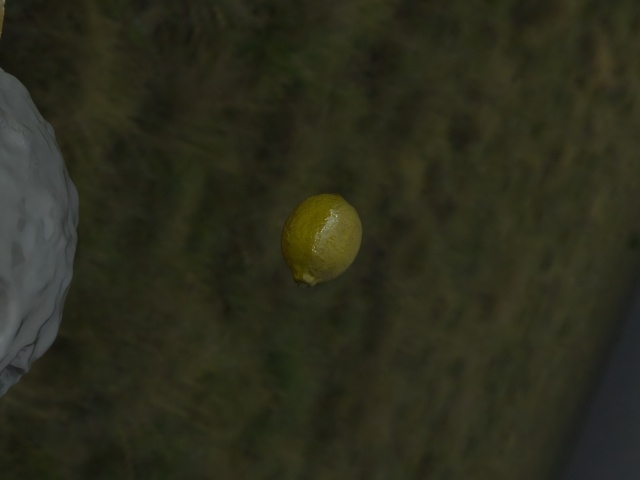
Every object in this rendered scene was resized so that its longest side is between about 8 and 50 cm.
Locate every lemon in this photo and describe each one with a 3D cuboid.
[{"bbox_3d":[0.000,0.000,1.323,0.062,0.062,0.083,86,25,-69],"label":"lemon"}]

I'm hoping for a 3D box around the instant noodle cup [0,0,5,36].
[{"bbox_3d":[-0.276,-0.117,0.959,0.172,0.215,0.216,-131,-122,-65],"label":"instant noodle cup"}]

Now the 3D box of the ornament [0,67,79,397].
[{"bbox_3d":[-0.342,-0.002,1.295,0.337,0.337,0.337,22,90,-80],"label":"ornament"}]
